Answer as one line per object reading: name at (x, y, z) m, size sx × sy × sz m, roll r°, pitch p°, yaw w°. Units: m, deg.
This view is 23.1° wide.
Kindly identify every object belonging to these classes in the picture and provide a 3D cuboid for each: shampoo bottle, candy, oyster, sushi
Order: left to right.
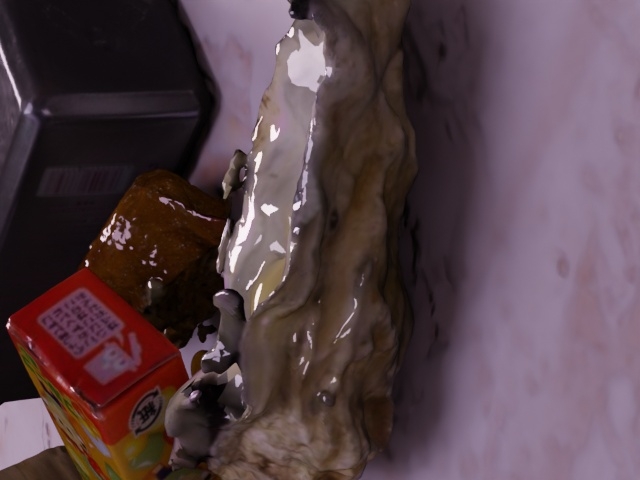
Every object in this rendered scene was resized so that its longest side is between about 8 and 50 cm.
shampoo bottle at (-0.127, -0.006, 0.684) m, size 0.246 × 0.080 × 0.079 m, roll -59°, pitch 45°, yaw 45°
candy at (-0.068, 0.072, 0.573) m, size 0.062 × 0.038 × 0.122 m, roll 37°, pitch 155°, yaw 37°
sushi at (-0.061, 0.012, 0.605) m, size 0.060 × 0.061 × 0.118 m, roll 37°, pitch 161°, yaw -2°
oyster at (0.002, -0.003, 0.485) m, size 0.133 × 0.072 × 0.209 m, roll -138°, pitch 61°, yaw -81°

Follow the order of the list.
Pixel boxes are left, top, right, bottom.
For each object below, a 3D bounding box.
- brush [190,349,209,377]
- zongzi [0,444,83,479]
brush at (-0.014, 0.103, 0.579) m, size 0.170 × 0.014 × 0.043 m, roll 58°, pitch 142°, yaw 39°
zongzi at (-0.093, 0.208, 0.654) m, size 0.194 × 0.099 × 0.197 m, roll 36°, pitch 136°, yaw 51°
